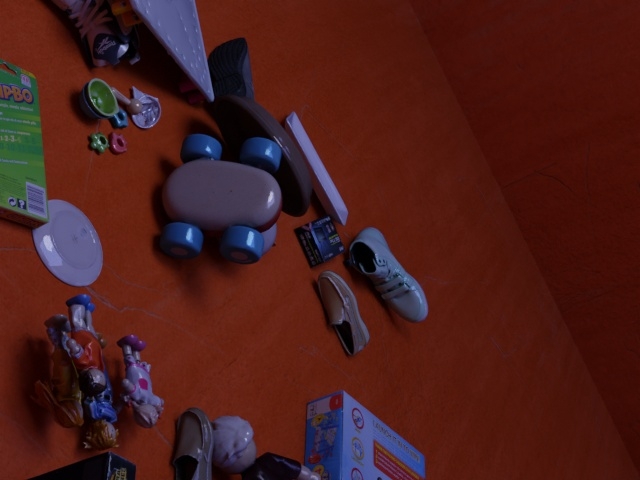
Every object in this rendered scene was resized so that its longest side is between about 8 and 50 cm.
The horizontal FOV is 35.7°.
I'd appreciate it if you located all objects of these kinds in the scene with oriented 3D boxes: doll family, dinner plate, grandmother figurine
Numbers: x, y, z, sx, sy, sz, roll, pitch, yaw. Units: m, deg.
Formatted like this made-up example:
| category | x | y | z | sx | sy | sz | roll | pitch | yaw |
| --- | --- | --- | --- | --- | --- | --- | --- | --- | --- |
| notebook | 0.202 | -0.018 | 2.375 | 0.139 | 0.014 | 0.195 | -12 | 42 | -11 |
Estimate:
| category | x | y | z | sx | sy | sz | roll | pitch | yaw |
| --- | --- | --- | --- | --- | --- | --- | --- | --- | --- |
| doll family | -0.317 | 0.201 | 1.376 | 0.263 | 0.118 | 0.163 | 56 | 16 | -60 |
| dinner plate | -0.376 | 0.001 | 1.502 | 0.141 | 0.017 | 0.141 | 44 | 34 | -39 |
| grandmother figurine | -0.068 | 0.423 | 1.590 | 0.342 | 0.104 | 0.208 | 51 | 20 | -2 |

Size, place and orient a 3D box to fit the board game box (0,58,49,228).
| category | x | y | z | sx | sy | sz | roll | pitch | yaw |
| --- | --- | --- | --- | --- | --- | --- | --- | --- | --- |
| board game box | -0.460 | -0.152 | 1.447 | 0.124 | 0.039 | 0.259 | 24 | 50 | -53 |

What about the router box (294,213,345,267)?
| category | x | y | z | sx | sy | sz | roll | pitch | yaw |
| --- | --- | --- | --- | --- | --- | --- | --- | --- | --- |
| router box | 0.000 | 0.000 | 2.158 | 0.122 | 0.038 | 0.092 | -26 | 93 | -63 |

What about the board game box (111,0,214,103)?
| category | x | y | z | sx | sy | sz | roll | pitch | yaw |
| --- | --- | --- | --- | --- | --- | --- | --- | --- | --- |
| board game box | -0.314 | -0.495 | 1.839 | 0.390 | 0.050 | 0.390 | 51 | 24 | -69 |

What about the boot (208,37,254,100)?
| category | x | y | z | sx | sy | sz | roll | pitch | yaw |
| --- | --- | --- | --- | --- | --- | --- | --- | --- | --- |
| boot | -0.166 | -0.301 | 2.074 | 0.246 | 0.083 | 0.161 | -94 | 164 | -47 |

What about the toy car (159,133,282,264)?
| category | x | y | z | sx | sy | sz | roll | pitch | yaw |
| --- | --- | --- | --- | --- | --- | --- | --- | --- | --- |
| toy car | -0.162 | -0.035 | 1.791 | 0.238 | 0.210 | 0.219 | 77 | 19 | -61 |

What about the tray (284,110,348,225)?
| category | x | y | z | sx | sy | sz | roll | pitch | yaw |
| --- | --- | --- | --- | --- | --- | --- | --- | --- | --- |
| tray | -0.015 | -0.159 | 2.239 | 0.270 | 0.030 | 0.145 | 61 | 10 | -10 |

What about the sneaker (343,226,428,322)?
| category | x | y | z | sx | sy | sz | roll | pitch | yaw |
| --- | --- | --- | --- | --- | --- | --- | --- | --- | --- |
| sneaker | 0.147 | 0.096 | 2.283 | 0.256 | 0.094 | 0.151 | 56 | 21 | 0 |

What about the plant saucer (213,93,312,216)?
| category | x | y | z | sx | sy | sz | roll | pitch | yaw |
| --- | --- | --- | --- | --- | --- | --- | --- | --- | --- |
| plant saucer | -0.105 | -0.167 | 1.896 | 0.041 | 0.278 | 0.278 | -38 | 108 | -17 |

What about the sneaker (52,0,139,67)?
| category | x | y | z | sx | sy | sz | roll | pitch | yaw |
| --- | --- | --- | --- | --- | --- | --- | --- | --- | --- |
| sneaker | -0.386 | -0.374 | 1.690 | 0.235 | 0.094 | 0.153 | 36 | 30 | -61 |

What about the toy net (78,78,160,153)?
| category | x | y | z | sx | sy | sz | roll | pitch | yaw |
| --- | --- | --- | --- | --- | --- | --- | --- | --- | --- |
| toy net | -0.331 | -0.218 | 1.723 | 0.232 | 0.045 | 0.122 | -22 | 89 | -63 |

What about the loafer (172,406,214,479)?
| category | x | y | z | sx | sy | sz | roll | pitch | yaw |
| --- | --- | --- | --- | --- | --- | --- | --- | --- | --- |
| loafer | -0.196 | 0.326 | 1.525 | 0.050 | 0.056 | 0.148 | 34 | 40 | -56 |

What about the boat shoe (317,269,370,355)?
| category | x | y | z | sx | sy | sz | roll | pitch | yaw |
| --- | --- | --- | --- | --- | --- | --- | --- | --- | --- |
| boat shoe | 0.042 | 0.155 | 2.090 | 0.190 | 0.068 | 0.072 | 60 | 39 | -12 |

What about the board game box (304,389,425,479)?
| category | x | y | z | sx | sy | sz | roll | pitch | yaw |
| --- | --- | --- | --- | --- | --- | --- | --- | --- | --- |
| board game box | 0.090 | 0.490 | 1.882 | 0.308 | 0.086 | 0.302 | 44 | 34 | -37 |

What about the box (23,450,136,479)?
| category | x | y | z | sx | sy | sz | roll | pitch | yaw |
| --- | --- | --- | --- | --- | --- | --- | --- | --- | --- |
| box | -0.304 | 0.375 | 1.161 | 0.051 | 0.175 | 0.220 | 41 | 37 | -42 |
